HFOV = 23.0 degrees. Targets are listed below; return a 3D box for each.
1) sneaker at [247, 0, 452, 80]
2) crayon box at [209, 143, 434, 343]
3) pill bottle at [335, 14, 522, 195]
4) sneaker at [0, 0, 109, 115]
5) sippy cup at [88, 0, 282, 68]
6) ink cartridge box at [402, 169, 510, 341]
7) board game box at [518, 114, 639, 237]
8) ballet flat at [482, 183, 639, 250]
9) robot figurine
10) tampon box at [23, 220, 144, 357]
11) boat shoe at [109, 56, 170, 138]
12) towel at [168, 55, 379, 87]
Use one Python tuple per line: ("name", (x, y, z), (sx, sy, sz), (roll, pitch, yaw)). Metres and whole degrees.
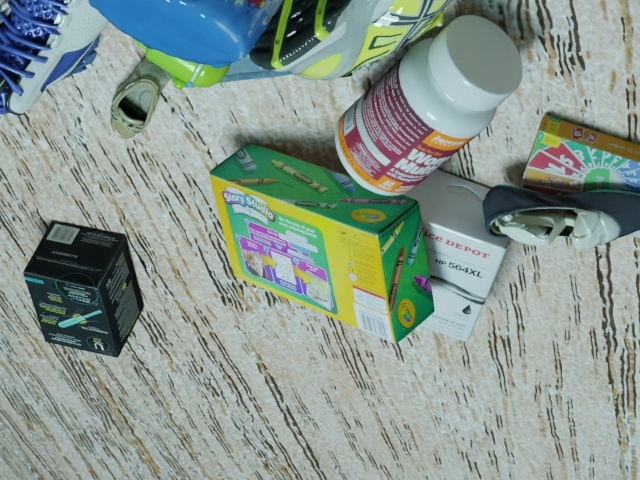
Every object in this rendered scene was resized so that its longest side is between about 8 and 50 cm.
("sneaker", (0.093, -0.289, 1.603), (0.385, 0.145, 0.147), (-27, 156, 33))
("crayon box", (0.000, 0.000, 1.915), (0.278, 0.081, 0.165), (21, 136, 37))
("pill bottle", (0.119, -0.149, 1.742), (0.121, 0.121, 0.221), (34, 141, -13))
("sneaker", (-0.318, -0.236, 1.778), (0.127, 0.182, 0.315), (38, 146, 0))
("sippy cup", (-0.107, -0.295, 1.488), (0.240, 0.224, 0.305), (15, 164, 22))
("ink cartridge box", (0.147, 0.017, 1.948), (0.148, 0.086, 0.203), (20, 142, 5))
("board game box", (0.363, -0.056, 1.802), (0.260, 0.039, 0.124), (16, 143, 4))
("ballet flat", (0.281, -0.020, 1.801), (0.203, 0.074, 0.074), (6, 138, 22))
("robot figurine", (-0.151, -0.216, 1.775), (0.115, 0.067, 0.101), (30, 128, -6))
("tampon box", (-0.335, 0.071, 2.238), (0.121, 0.101, 0.161), (12, 141, 15))
("boat shoe", (-0.229, -0.168, 1.949), (0.056, 0.048, 0.153), (33, 141, -12))
("towel", (-0.117, -0.321, 1.725), (0.272, 0.040, 0.370), (-2, 135, 27))
